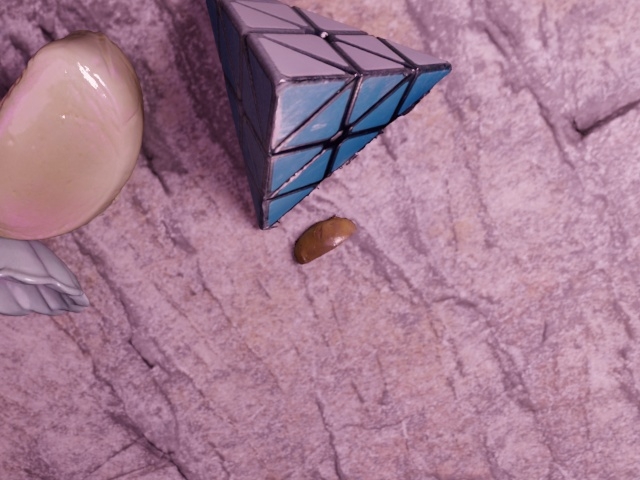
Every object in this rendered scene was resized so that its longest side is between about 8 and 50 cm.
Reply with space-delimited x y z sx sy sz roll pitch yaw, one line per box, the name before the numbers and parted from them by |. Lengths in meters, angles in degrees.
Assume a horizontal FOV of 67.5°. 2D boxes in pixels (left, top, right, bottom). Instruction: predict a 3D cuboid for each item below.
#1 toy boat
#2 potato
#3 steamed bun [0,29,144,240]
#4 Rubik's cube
toy boat | -0.433 0.042 0.599 0.291 0.199 0.100 -7 68 9
potato | 0.000 -0.001 0.623 0.093 0.036 0.037 -32 105 11
steamed bun | -0.282 -0.109 0.548 0.239 0.170 0.153 -44 122 14
Rubik's cube | -0.020 -0.160 0.532 0.229 0.228 0.233 0 153 39
